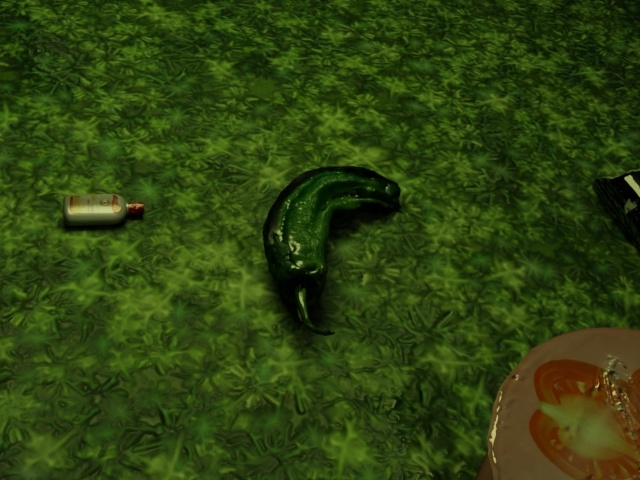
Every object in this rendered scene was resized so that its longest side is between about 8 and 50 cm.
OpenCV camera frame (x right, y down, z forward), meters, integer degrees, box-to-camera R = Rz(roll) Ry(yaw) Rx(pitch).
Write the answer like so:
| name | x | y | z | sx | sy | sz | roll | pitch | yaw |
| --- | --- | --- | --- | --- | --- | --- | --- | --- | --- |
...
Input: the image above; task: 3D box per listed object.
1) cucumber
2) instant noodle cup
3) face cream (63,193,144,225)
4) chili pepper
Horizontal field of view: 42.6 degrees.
| name | x | y | z | sx | sy | sz | roll | pitch | yaw |
| --- | --- | --- | --- | --- | --- | --- | --- | --- | --- |
| cucumber | 0.409 | 0.002 | 0.955 | 0.075 | 0.074 | 0.241 | -8 | 51 | -20 |
| instant noodle cup | 0.203 | 0.223 | 0.586 | 0.243 | 0.231 | 0.243 | 7 | 46 | -7 |
| face cream | -0.233 | -0.034 | 0.880 | 0.083 | 0.021 | 0.040 | -2 | 48 | -15 |
| chili pepper | -0.001 | 0.000 | 0.870 | 0.122 | 0.065 | 0.279 | 18 | 42 | 10 |
